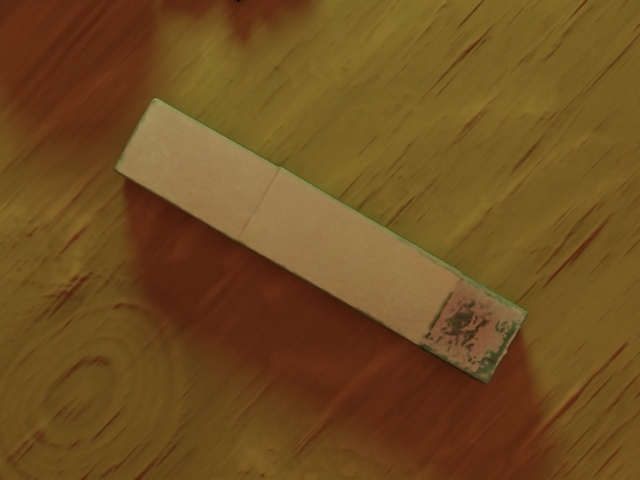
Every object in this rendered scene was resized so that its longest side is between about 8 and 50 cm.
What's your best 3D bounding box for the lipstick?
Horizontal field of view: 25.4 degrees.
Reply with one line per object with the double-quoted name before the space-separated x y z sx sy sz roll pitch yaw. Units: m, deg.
"lipstick" 0.000 0.000 1.246 0.371 0.076 0.080 29 91 -3
